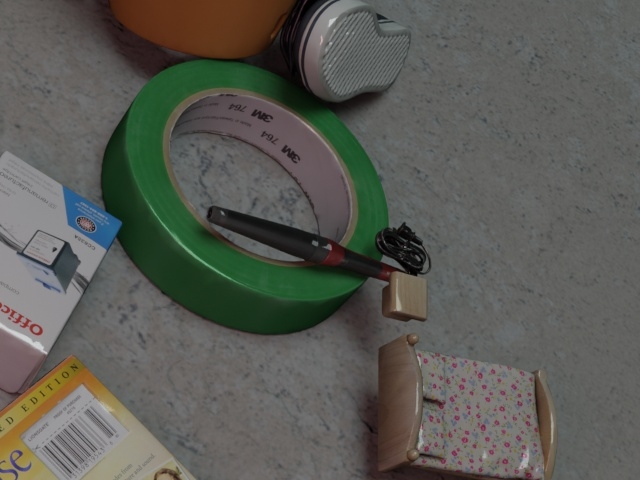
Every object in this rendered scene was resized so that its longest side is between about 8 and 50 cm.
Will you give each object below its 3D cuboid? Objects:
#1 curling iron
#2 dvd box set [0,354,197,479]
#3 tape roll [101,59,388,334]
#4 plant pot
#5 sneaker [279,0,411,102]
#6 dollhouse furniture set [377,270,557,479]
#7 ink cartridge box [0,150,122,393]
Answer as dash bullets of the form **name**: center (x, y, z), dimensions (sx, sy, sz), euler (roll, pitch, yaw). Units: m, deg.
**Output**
- **curling iron**: center (0.000, 0.000, 1.516), dimensions (0.274, 0.035, 0.068), euler (10, 59, -30)
- **dvd box set**: center (-0.173, 0.334, 1.224), dimensions (0.420, 0.062, 0.307), euler (44, 44, 2)
- **tape roll**: center (-0.079, -0.052, 1.584), dimensions (0.321, 0.077, 0.321), euler (19, 48, -22)
- **plant pot**: center (-0.127, -0.341, 1.643), dimensions (0.291, 0.203, 0.291), euler (13, 29, -7)
- **sneaker**: center (0.005, -0.239, 1.713), dimensions (0.127, 0.126, 0.321), euler (26, 9, 14)
- **dollhouse furniture set**: center (0.232, 0.207, 1.477), dimensions (0.303, 0.174, 0.355), euler (14, 63, -27)
- **ink cartridge box**: center (-0.293, 0.029, 1.367), dimensions (0.139, 0.082, 0.190), euler (32, 43, -10)
